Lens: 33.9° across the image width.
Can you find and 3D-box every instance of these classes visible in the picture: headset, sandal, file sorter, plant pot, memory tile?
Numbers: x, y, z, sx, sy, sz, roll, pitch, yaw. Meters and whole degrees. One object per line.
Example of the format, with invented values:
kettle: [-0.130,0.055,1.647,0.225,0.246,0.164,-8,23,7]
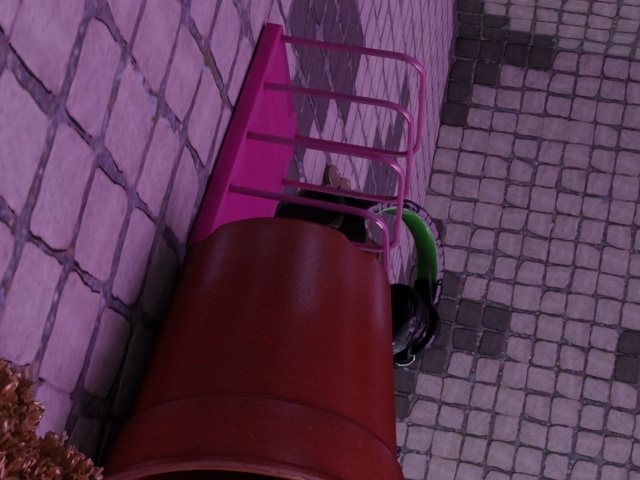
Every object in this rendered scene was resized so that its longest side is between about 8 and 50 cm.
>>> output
headset: [0.092,0.130,1.581,0.243,0.185,0.394,16,87,-42]
sandal: [0.002,0.000,1.403,0.303,0.120,0.086,-47,160,-72]
file sorter: [0.000,-0.049,1.136,0.202,0.182,0.291,83,19,-59]
plant pot: [-0.046,0.141,0.917,0.272,0.272,0.265,87,8,-50]
memory tile: [0.038,-0.041,1.664,0.148,0.012,0.113,44,48,-46]

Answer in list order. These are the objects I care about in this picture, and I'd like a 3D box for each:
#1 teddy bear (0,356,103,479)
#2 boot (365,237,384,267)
teddy bear: [-0.198,0.180,0.550,0.338,0.113,0.245,-46,152,-85]
boot: [0.016,0.122,1.705,0.115,0.112,0.305,38,60,-49]
